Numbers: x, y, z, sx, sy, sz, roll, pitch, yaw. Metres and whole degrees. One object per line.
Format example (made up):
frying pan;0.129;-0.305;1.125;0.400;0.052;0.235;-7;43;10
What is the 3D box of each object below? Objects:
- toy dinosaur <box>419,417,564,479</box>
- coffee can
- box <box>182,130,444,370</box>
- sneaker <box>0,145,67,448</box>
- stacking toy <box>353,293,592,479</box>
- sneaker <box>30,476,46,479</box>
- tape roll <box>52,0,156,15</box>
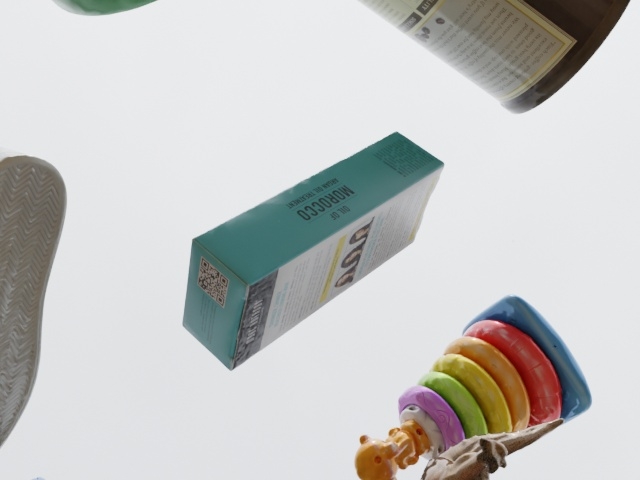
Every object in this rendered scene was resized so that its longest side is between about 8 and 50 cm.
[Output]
toy dinosaur;0.122;0.286;0.736;0.127;0.200;0.295;32;-109;-8
coffee can;0.152;-0.289;0.771;0.275;0.201;0.201;32;-82;-11
box;0.000;0.000;0.624;0.060;0.244;0.100;38;-44;23
sneaker;-0.319;0.055;0.641;0.169;0.108;0.292;19;-89;39
stacking toy;0.161;0.213;0.917;0.302;0.166;0.175;-25;-107;-29
sneaker;-0.325;0.350;0.837;0.067;0.078;0.188;31;-52;49
tape roll;-0.128;-0.330;0.617;0.321;0.077;0.321;-16;-127;22
